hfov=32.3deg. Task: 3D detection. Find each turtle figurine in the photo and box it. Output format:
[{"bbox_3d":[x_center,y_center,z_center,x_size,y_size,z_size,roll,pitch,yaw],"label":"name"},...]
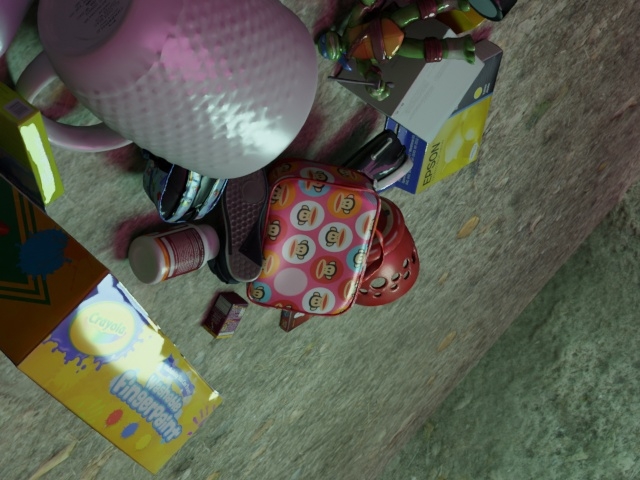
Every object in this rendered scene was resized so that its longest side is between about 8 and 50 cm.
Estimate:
[{"bbox_3d":[0.125,-0.350,1.875,0.266,0.198,0.275,-9,159,2],"label":"turtle figurine"}]

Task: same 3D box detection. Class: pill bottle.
[{"bbox_3d":[-0.250,0.019,1.914,0.152,0.086,0.086,-18,137,-47],"label":"pill bottle"}]

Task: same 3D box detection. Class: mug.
[{"bbox_3d":[-0.240,-0.236,1.492,0.374,0.276,0.328,-29,153,21],"label":"mug"}]

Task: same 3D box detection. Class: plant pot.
[{"bbox_3d":[0.102,0.015,2.282,0.191,0.191,0.174,-43,147,-18],"label":"plant pot"}]

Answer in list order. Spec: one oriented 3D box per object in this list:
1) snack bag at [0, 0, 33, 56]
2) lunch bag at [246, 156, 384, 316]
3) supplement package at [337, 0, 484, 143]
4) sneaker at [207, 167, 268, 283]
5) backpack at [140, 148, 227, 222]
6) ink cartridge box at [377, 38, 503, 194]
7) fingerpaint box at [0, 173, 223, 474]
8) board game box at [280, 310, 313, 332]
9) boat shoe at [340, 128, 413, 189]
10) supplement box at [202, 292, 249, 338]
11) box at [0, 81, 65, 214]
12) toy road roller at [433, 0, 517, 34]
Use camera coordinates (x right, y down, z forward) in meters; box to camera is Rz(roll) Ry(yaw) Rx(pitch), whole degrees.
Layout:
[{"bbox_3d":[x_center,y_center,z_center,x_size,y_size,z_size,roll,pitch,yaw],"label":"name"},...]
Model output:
[{"bbox_3d":[-0.407,-0.390,1.263,0.342,0.037,0.323,-57,153,8],"label":"snack bag"},{"bbox_3d":[0.000,0.000,2.100,0.258,0.120,0.293,10,115,-14],"label":"lunch bag"},{"bbox_3d":[0.173,-0.322,2.101,0.194,0.149,0.203,-56,153,7],"label":"supplement package"},{"bbox_3d":[-0.154,-0.030,2.015,0.163,0.086,0.226,155,-61,-72],"label":"sneaker"},{"bbox_3d":[-0.216,-0.120,1.774,0.158,0.117,0.173,-10,129,-53],"label":"backpack"},{"bbox_3d":[0.257,-0.252,2.402,0.307,0.072,0.303,-33,147,-37],"label":"ink cartridge box"},{"bbox_3d":[-0.370,0.094,1.515,0.163,0.371,0.445,-47,152,-12],"label":"fingerpaint box"},{"bbox_3d":[-0.013,0.065,2.393,0.145,0.027,0.281,-28,143,-37],"label":"board game box"},{"bbox_3d":[0.040,-0.111,2.209,0.302,0.114,0.091,-36,111,-12],"label":"boat shoe"},{"bbox_3d":[-0.189,0.149,2.202,0.055,0.043,0.083,2,121,-57],"label":"supplement box"},{"bbox_3d":[-0.404,-0.125,1.490,0.042,0.109,0.178,-40,150,-27],"label":"box"},{"bbox_3d":[0.270,-0.536,2.014,0.202,0.240,0.329,-49,-171,-7],"label":"toy road roller"}]
